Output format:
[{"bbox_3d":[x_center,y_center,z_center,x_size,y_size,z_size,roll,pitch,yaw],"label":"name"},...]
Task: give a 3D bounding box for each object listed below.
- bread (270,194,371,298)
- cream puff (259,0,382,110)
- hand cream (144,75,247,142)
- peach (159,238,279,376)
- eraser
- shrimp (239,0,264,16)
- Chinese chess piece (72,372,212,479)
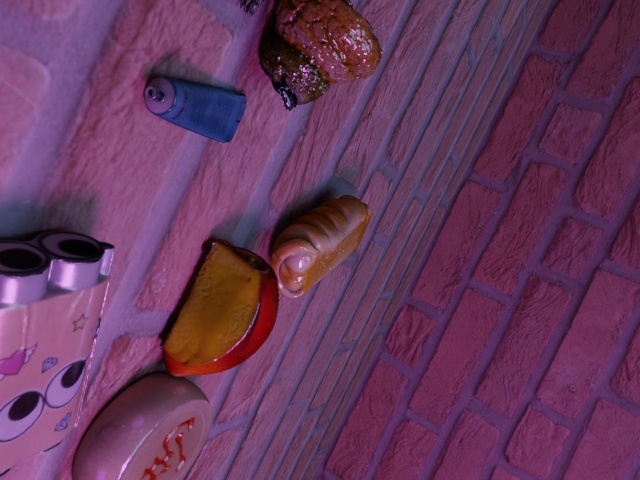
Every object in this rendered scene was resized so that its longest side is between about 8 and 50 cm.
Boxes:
[{"bbox_3d":[0.000,0.000,1.224,0.311,0.121,0.172,-36,149,-48],"label":"bread"},{"bbox_3d":[-0.018,-0.284,0.821,0.169,0.183,0.183,-44,159,6],"label":"cream puff"},{"bbox_3d":[-0.170,-0.188,0.755,0.083,0.048,0.224,-66,164,10],"label":"hand cream"},{"bbox_3d":[-0.168,0.149,0.980,0.267,0.154,0.159,-63,159,0],"label":"peach"},{"bbox_3d":[-0.356,0.138,0.643,0.171,0.087,0.290,-20,134,-61],"label":"eraser"},{"bbox_3d":[-0.084,-0.355,0.765,0.092,0.029,0.038,-52,164,-12],"label":"shrimp"},{"bbox_3d":[-0.316,0.375,0.979,0.273,0.102,0.273,-47,153,-33],"label":"Chinese chess piece"}]
